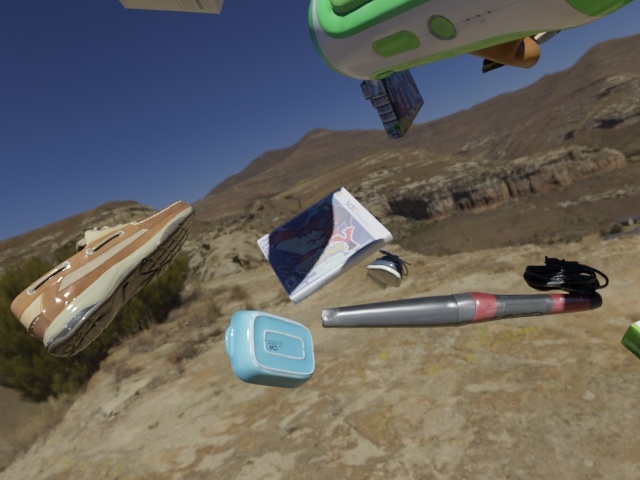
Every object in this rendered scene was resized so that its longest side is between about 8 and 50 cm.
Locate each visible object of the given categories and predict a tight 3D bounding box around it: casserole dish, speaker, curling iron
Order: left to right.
[{"bbox_3d":[-0.068,0.170,0.711,0.037,0.114,0.188,-27,-35,31],"label":"casserole dish"},{"bbox_3d":[0.103,-0.213,0.366,0.131,0.131,0.296,-21,18,-24],"label":"speaker"},{"bbox_3d":[0.136,0.059,0.422,0.274,0.035,0.068,-9,24,-7],"label":"curling iron"}]

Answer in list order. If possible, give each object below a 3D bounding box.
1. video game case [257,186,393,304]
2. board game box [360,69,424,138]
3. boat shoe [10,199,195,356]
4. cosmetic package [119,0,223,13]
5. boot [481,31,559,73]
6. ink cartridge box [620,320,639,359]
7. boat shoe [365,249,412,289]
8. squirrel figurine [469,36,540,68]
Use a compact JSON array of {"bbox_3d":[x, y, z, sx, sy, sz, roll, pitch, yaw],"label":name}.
[{"bbox_3d":[0.000,0.000,0.810,0.201,0.023,0.183,-34,42,-4],"label":"video game case"},{"bbox_3d":[0.126,-0.318,0.876,0.060,0.194,0.194,-14,26,33],"label":"board game box"},{"bbox_3d":[-0.326,0.027,0.708,0.123,0.120,0.324,-58,-2,43],"label":"boat shoe"},{"bbox_3d":[-0.300,-0.599,0.899,0.224,0.224,0.138,9,-13,10],"label":"cosmetic package"},{"bbox_3d":[0.389,-0.446,0.917,0.198,0.137,0.077,-37,19,-15],"label":"boot"},{"bbox_3d":[1.145,0.322,1.426,0.255,0.097,0.189,-16,42,-15],"label":"ink cartridge box"},{"bbox_3d":[0.174,0.074,1.145,0.079,0.095,0.254,-53,-10,-8],"label":"boat shoe"},{"bbox_3d":[0.251,-0.508,0.704,0.397,0.281,0.370,-19,-42,-45],"label":"squirrel figurine"}]
